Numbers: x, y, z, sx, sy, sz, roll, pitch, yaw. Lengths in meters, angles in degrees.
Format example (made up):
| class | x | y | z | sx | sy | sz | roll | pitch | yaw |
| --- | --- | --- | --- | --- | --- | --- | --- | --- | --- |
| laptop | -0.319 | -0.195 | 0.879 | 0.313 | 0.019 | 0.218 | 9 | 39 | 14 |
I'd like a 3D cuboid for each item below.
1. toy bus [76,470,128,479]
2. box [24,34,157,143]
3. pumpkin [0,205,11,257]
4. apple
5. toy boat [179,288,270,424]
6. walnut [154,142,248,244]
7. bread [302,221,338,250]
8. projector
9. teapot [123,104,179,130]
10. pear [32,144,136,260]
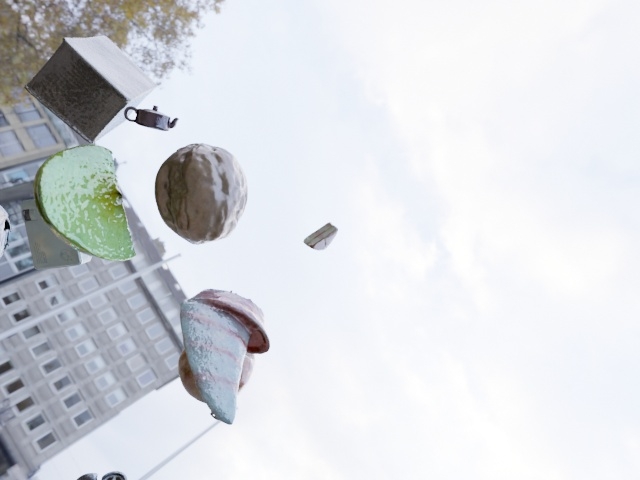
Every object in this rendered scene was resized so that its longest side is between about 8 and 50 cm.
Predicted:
| class | x | y | z | sx | sy | sz | roll | pitch | yaw |
| --- | --- | --- | --- | --- | --- | --- | --- | --- | --- |
| toy bus | -0.140 | 0.260 | 0.417 | 0.174 | 0.077 | 0.079 | 11 | -60 | 1 |
| box | -0.532 | -0.370 | 1.170 | 0.143 | 0.273 | 0.184 | -42 | -69 | 15 |
| pumpkin | -0.932 | -0.008 | 1.196 | 0.296 | 0.296 | 0.295 | 24 | -52 | 35 |
| apple | -0.261 | 0.318 | 1.260 | 0.174 | 0.188 | 0.188 | -36 | -97 | 10 |
| toy boat | -0.192 | 0.215 | 0.941 | 0.206 | 0.282 | 0.096 | 35 | -61 | -22 |
| walnut | -0.307 | -0.119 | 1.281 | 0.273 | 0.227 | 0.273 | 5 | -81 | 33 |
| bread | 0.000 | 0.000 | 1.366 | 0.043 | 0.109 | 0.062 | 40 | -31 | 31 |
| projector | -0.959 | -0.033 | 1.793 | 0.192 | 0.099 | 0.256 | -7 | -81 | 5 |
| teapot | -0.324 | -0.238 | 0.944 | 0.068 | 0.100 | 0.045 | -146 | -111 | -74 |
| pear | -0.578 | -0.075 | 1.138 | 0.139 | 0.239 | 0.288 | -14 | -91 | 13 |
